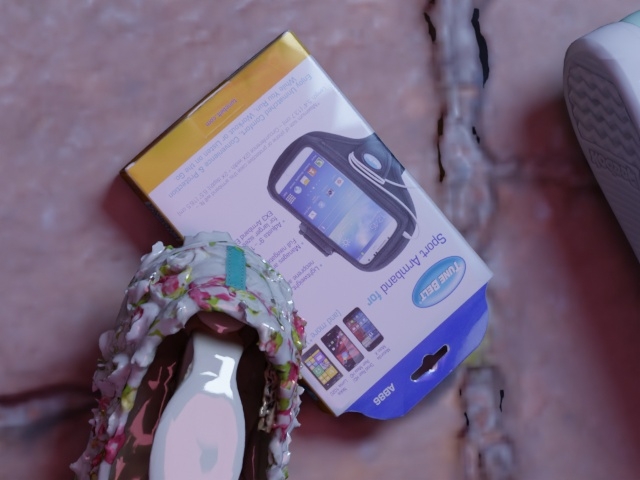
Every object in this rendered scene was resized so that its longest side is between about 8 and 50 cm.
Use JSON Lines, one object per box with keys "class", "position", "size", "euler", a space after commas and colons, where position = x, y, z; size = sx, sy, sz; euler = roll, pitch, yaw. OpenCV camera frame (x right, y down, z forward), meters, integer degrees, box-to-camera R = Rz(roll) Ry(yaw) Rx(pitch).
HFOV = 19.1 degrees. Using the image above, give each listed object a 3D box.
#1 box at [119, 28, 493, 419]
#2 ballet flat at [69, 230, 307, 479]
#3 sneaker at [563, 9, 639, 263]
{"class": "box", "position": [0.000, 0.000, 0.702], "size": [0.081, 0.028, 0.136], "euler": [-41, 99, -9]}
{"class": "ballet flat", "position": [-0.057, 0.116, 0.649], "size": [0.091, 0.077, 0.241], "euler": [7, 95, -8]}
{"class": "sneaker", "position": [0.207, 0.016, 0.710], "size": [0.151, 0.094, 0.256], "euler": [-24, 95, -14]}
